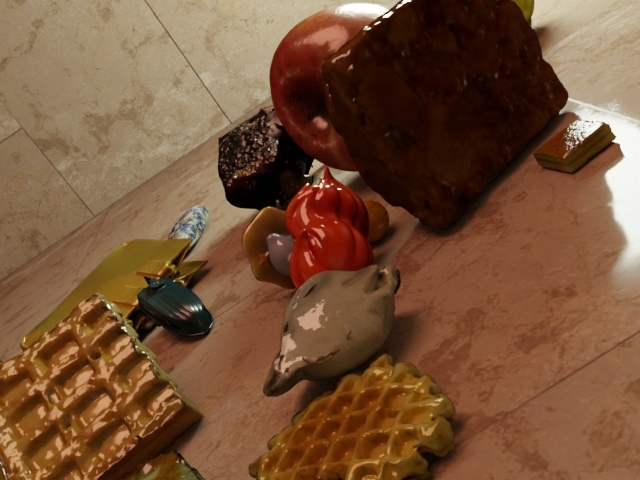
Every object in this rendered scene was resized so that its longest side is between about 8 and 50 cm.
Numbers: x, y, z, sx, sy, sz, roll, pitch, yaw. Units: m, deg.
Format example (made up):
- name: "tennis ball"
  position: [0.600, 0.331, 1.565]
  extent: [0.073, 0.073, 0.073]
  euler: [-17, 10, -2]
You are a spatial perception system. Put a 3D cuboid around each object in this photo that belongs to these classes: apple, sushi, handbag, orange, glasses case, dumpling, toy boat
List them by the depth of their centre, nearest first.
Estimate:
- name: "dumpling"
  position: [0.012, 0.128, 1.003]
  extent: [0.247, 0.142, 0.172]
  euler: [-35, -25, -22]
- name: "orange"
  position: [0.086, -0.032, 1.327]
  extent: [0.083, 0.070, 0.083]
  euler: [-42, 17, 17]
- name: "toy boat"
  position: [-0.292, 0.147, 1.514]
  extent: [0.093, 0.103, 0.246]
  euler: [-30, 29, -28]
- name: "apple"
  position: [0.089, -0.337, 1.594]
  extent: [0.363, 0.364, 0.364]
  euler: [-30, 20, 13]
- name: "handbag"
  position: [-0.466, 0.155, 1.707]
  extent: [0.283, 0.133, 0.401]
  euler: [-6, 35, 44]
- name: "sushi"
  position: [-0.130, -0.178, 1.789]
  extent: [0.227, 0.215, 0.213]
  euler: [-13, 52, 15]
- name: "glasses case"
  position: [-0.370, -0.029, 2.048]
  extent: [0.087, 0.065, 0.248]
  euler: [-31, 21, 17]

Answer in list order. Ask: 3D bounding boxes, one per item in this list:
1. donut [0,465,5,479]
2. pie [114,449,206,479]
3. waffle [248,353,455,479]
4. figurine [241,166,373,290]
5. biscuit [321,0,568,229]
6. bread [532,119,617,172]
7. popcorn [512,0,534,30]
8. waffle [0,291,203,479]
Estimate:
- name: "donut"
  position: [-0.513, 0.329, 1.339]
  extent: [0.259, 0.152, 0.101]
  euler: [-46, 30, -22]
- name: "pie"
  position: [-0.226, 0.384, 0.832]
  extent: [0.288, 0.103, 0.354]
  euler: [-42, 25, -20]
- name: "waffle"
  position: [0.025, 0.235, 0.844]
  extent: [0.261, 0.056, 0.250]
  euler: [-40, 20, -9]
- name: "figurine"
  position: [-0.008, 0.001, 1.238]
  extent: [0.208, 0.181, 0.257]
  euler: [-44, 22, -21]
- name: "biscuit"
  position: [0.206, -0.257, 1.261]
  extent: [0.395, 0.343, 0.166]
  euler: [-41, 16, -24]
- name: "bread"
  position: [0.395, -0.148, 1.152]
  extent: [0.094, 0.035, 0.090]
  euler: [-37, 19, -5]
- name: "popcorn"
  position: [0.408, -0.549, 1.796]
  extent: [0.286, 0.215, 0.252]
  euler: [-44, -10, -28]
- name: "waffle"
  position: [-0.397, 0.270, 1.198]
  extent: [0.304, 0.077, 0.348]
  euler: [-40, 50, -10]
